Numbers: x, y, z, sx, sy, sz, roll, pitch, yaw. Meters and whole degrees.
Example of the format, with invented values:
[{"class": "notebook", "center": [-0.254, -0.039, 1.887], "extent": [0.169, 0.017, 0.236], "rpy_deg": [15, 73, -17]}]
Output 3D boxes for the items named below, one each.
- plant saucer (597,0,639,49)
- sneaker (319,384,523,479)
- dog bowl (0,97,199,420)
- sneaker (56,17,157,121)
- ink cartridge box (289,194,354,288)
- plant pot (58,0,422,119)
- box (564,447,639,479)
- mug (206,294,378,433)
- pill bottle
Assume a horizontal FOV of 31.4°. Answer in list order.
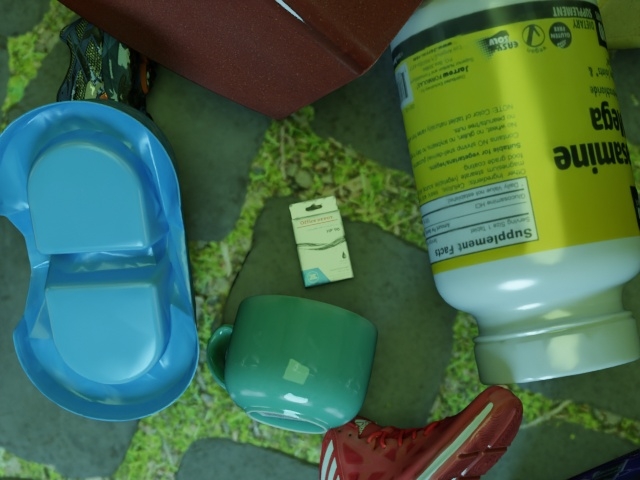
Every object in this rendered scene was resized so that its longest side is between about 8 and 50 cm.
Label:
[{"class": "plant saucer", "center": [0.256, -0.323, 0.921], "extent": [0.081, 0.333, 0.332], "rpy_deg": [-33, 107, -14]}, {"class": "sneaker", "center": [0.070, 0.178, 0.998], "extent": [0.221, 0.087, 0.128], "rpy_deg": [-50, 58, 20]}, {"class": "dog bowl", "center": [-0.191, 0.013, 1.005], "extent": [0.166, 0.074, 0.297], "rpy_deg": [-3, 111, 5]}, {"class": "sneaker", "center": [-0.205, -0.112, 1.075], "extent": [0.087, 0.083, 0.221], "rpy_deg": [-2, 82, 16]}, {"class": "ink cartridge box", "center": [0.000, 0.000, 1.079], "extent": [0.048, 0.028, 0.083], "rpy_deg": [-12, 85, -1]}, {"class": "plant pot", "center": [-0.036, -0.259, 0.975], "extent": [0.236, 0.267, 0.267], "rpy_deg": [43, 66, -16]}, {"class": "box", "center": [0.303, 0.234, 0.979], "extent": [0.261, 0.184, 0.103], "rpy_deg": [-23, 86, -2]}, {"class": "mug", "center": [-0.026, 0.118, 1.021], "extent": [0.129, 0.158, 0.097], "rpy_deg": [18, 69, -18]}, {"class": "pill bottle", "center": [0.180, -0.049, 1.003], "extent": [0.188, 0.188, 0.334], "rpy_deg": [-10, 86, 0]}]
